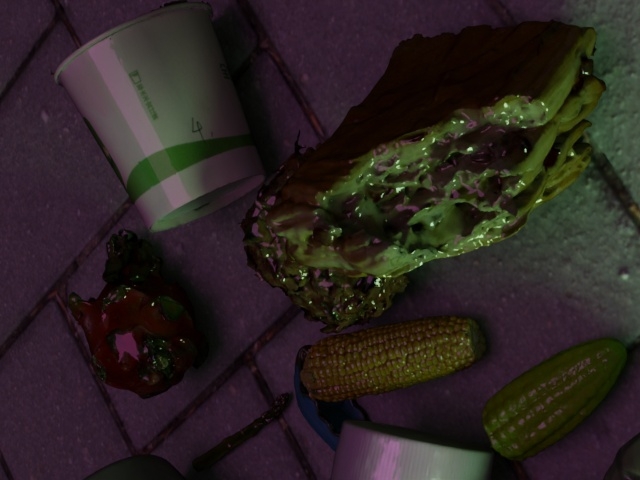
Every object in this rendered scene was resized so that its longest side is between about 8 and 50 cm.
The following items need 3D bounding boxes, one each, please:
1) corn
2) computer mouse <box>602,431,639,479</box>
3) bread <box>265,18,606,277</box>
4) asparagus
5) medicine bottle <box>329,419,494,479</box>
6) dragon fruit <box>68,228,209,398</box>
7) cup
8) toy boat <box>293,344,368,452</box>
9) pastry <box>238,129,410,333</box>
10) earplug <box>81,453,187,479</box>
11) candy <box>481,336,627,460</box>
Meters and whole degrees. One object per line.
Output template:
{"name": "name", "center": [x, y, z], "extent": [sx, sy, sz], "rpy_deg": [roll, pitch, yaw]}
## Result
{"name": "corn", "center": [0.092, 0.154, 1.919], "extent": [0.260, 0.091, 0.091], "rpy_deg": [-13, 66, 30]}
{"name": "computer mouse", "center": [0.418, 0.395, 1.564], "extent": [0.145, 0.228, 0.429], "rpy_deg": [-167, 69, -82]}
{"name": "bread", "center": [0.153, -0.087, 1.719], "extent": [0.314, 0.370, 0.192], "rpy_deg": [2, 133, 44]}
{"name": "asparagus", "center": [-0.118, 0.290, 2.195], "extent": [0.248, 0.025, 0.024], "rpy_deg": [-40, 48, 39]}
{"name": "medicine bottle", "center": [0.095, 0.392, 1.846], "extent": [0.241, 0.241, 0.302], "rpy_deg": [9, 87, 42]}
{"name": "dragon fruit", "center": [-0.276, 0.106, 2.217], "extent": [0.200, 0.198, 0.269], "rpy_deg": [157, 109, -63]}
{"name": "cup", "center": [-0.213, -0.171, 2.091], "extent": [0.253, 0.253, 0.274], "rpy_deg": [-30, 84, 41]}
{"name": "toy boat", "center": [0.022, 0.224, 2.020], "extent": [0.185, 0.075, 0.077], "rpy_deg": [45, 126, 35]}
{"name": "pastry", "center": [0.000, 0.000, 1.929], "extent": [0.274, 0.192, 0.275], "rpy_deg": [5, 97, 46]}
{"name": "earplug", "center": [-0.217, 0.552, 2.138], "extent": [0.394, 0.312, 0.313], "rpy_deg": [40, 121, 29]}
{"name": "candy", "center": [0.287, 0.184, 1.762], "extent": [0.209, 0.096, 0.097], "rpy_deg": [-43, 67, 32]}
